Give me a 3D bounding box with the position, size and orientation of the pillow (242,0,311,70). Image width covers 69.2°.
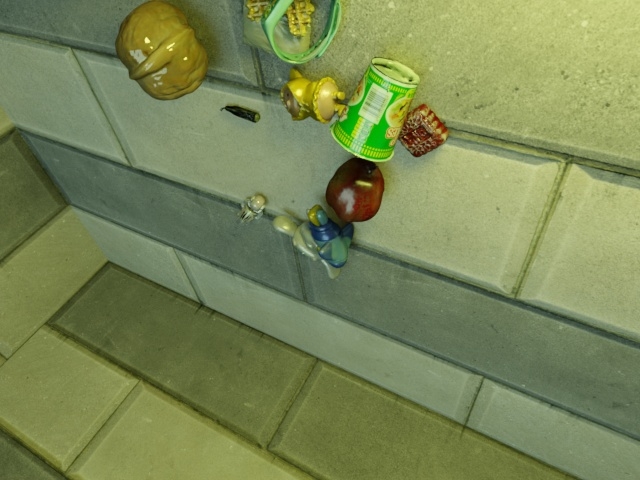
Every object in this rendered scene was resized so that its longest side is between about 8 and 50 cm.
[{"bbox_3d":[-0.134,-0.621,1.396,0.230,0.050,0.148,28,145,9],"label":"pillow"}]

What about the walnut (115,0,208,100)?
[{"bbox_3d":[-0.520,-0.616,1.532,0.285,0.285,0.296,1,138,41],"label":"walnut"}]

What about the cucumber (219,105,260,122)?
[{"bbox_3d":[-0.302,-0.480,1.738,0.163,0.043,0.039,25,-172,19],"label":"cucumber"}]

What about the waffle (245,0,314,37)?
[{"bbox_3d":[-0.113,-0.658,1.305,0.194,0.051,0.149,31,124,-2],"label":"waffle"}]

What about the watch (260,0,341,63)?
[{"bbox_3d":[-0.046,-0.593,1.247,0.195,0.068,0.237,21,129,-34],"label":"watch"}]

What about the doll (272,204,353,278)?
[{"bbox_3d":[-0.003,0.008,1.951,0.376,0.187,0.365,25,158,-18],"label":"doll"}]

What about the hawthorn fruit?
[{"bbox_3d":[0.136,-0.182,1.587,0.208,0.208,0.248,36,135,-2],"label":"hawthorn fruit"}]

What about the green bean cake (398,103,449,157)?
[{"bbox_3d":[0.297,-0.324,1.389,0.135,0.056,0.135,45,147,-16],"label":"green bean cake"}]

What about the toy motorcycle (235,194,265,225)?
[{"bbox_3d":[-0.332,-0.126,2.141,0.112,0.112,0.254,41,145,-10],"label":"toy motorcycle"}]

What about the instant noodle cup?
[{"bbox_3d":[0.160,-0.374,1.304,0.207,0.207,0.232,31,130,6],"label":"instant noodle cup"}]

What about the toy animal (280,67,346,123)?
[{"bbox_3d":[-0.019,-0.445,1.451,0.230,0.156,0.156,26,147,33],"label":"toy animal"}]
